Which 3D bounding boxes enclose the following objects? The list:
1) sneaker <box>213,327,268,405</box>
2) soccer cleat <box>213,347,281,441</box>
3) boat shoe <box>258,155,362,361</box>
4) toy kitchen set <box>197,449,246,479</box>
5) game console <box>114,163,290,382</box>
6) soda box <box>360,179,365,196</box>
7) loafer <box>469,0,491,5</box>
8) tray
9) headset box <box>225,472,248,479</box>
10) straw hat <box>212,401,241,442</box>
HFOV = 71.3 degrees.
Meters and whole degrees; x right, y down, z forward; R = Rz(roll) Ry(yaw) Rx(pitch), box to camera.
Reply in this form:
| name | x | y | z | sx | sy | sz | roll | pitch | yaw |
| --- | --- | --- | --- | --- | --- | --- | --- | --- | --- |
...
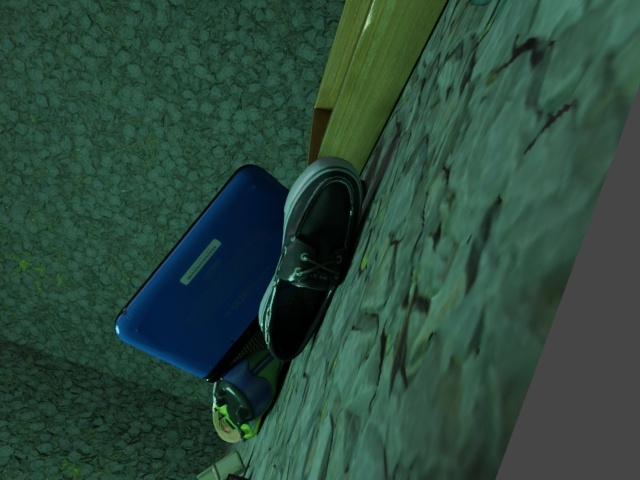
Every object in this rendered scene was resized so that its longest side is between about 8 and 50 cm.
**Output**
| name | x | y | z | sx | sy | sz | roll | pitch | yaw |
| --- | --- | --- | --- | --- | --- | --- | --- | --- | --- |
| sneaker | -0.137 | 0.247 | 1.002 | 0.289 | 0.106 | 0.123 | -61 | -7 | -21 |
| soccer cleat | -0.114 | 0.262 | 0.760 | 0.121 | 0.093 | 0.289 | -43 | -14 | -29 |
| boat shoe | -0.013 | 0.030 | 0.453 | 0.076 | 0.080 | 0.228 | -108 | 38 | -56 |
| toy kitchen set | -0.145 | 0.411 | 0.734 | 0.068 | 0.075 | 0.083 | 45 | 161 | 46 |
| game console | -0.126 | 0.049 | 0.694 | 0.293 | 0.250 | 0.173 | -51 | 30 | 0 |
| soda box | 0.000 | 0.000 | 0.547 | 0.060 | 0.054 | 0.168 | -77 | 9 | -68 |
| loafer | 0.099 | -0.252 | 0.192 | 0.096 | 0.084 | 0.267 | -82 | 13 | -73 |
| tray | 0.062 | -0.242 | 0.571 | 0.410 | 0.076 | 0.202 | 117 | 161 | -57 |
| headset box | -0.127 | 0.369 | 0.610 | 0.083 | 0.032 | 0.062 | -79 | 9 | -59 |
| straw hat | -0.178 | 0.383 | 1.019 | 0.061 | 0.145 | 0.144 | 18 | -87 | -51 |
